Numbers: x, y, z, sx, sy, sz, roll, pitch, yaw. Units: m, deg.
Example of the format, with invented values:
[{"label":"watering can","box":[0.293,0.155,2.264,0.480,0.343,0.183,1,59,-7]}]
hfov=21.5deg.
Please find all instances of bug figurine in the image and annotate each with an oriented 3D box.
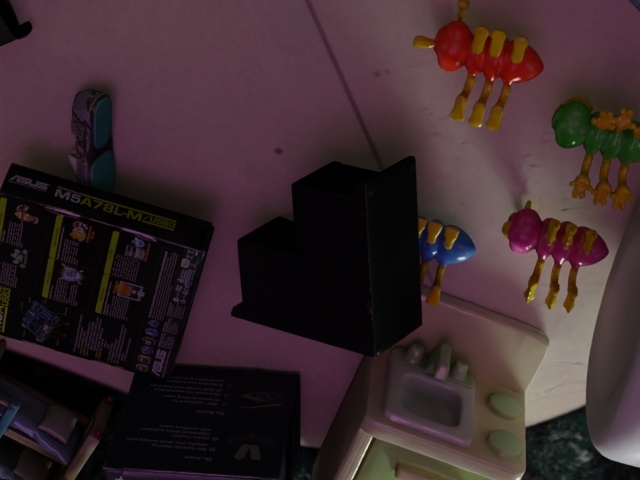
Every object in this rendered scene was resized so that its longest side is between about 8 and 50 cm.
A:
[{"label":"bug figurine","box":[0.155,-0.059,1.396,0.216,0.072,0.279,19,127,2]}]

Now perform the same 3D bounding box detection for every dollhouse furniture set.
[{"label":"dollhouse furniture set","box":[-0.289,0.211,1.554,0.129,0.183,0.129,29,121,-11]}]

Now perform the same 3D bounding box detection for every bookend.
[{"label":"bookend","box":[0.000,0.000,1.425,0.157,0.072,0.156,13,119,35]}]

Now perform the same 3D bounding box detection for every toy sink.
[{"label":"toy sink","box":[0.096,0.183,1.520,0.153,0.131,0.234,20,121,-7]}]

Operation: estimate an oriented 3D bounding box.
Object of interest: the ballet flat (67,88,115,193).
[{"label":"ballet flat","box":[-0.198,-0.080,1.453,0.041,0.041,0.114,6,122,3]}]

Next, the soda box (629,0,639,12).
[{"label":"soda box","box":[0.297,-0.176,1.312,0.183,0.063,0.058,42,117,-18]}]

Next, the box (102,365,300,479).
[{"label":"box","box":[-0.104,0.197,1.538,0.156,0.158,0.093,3,122,6]}]

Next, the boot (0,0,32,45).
[{"label":"boot","box":[-0.341,-0.215,1.369,0.137,0.077,0.198,-24,129,15]}]

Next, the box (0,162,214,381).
[{"label":"box","box":[-0.202,0.033,1.493,0.184,0.045,0.190,17,136,-1]}]

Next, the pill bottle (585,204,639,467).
[{"label":"pill bottle","box":[0.441,0.110,1.376,0.408,0.229,0.229,13,122,-1]}]
